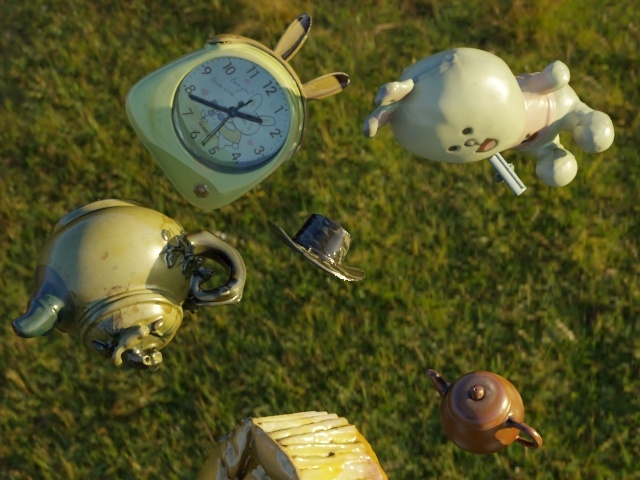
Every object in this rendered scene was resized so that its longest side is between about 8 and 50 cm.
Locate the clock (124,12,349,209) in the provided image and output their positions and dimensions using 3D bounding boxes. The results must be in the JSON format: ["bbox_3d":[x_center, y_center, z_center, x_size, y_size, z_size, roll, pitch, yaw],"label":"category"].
[{"bbox_3d":[-0.086,-0.150,1.342,0.232,0.170,0.069,-29,15,17],"label":"clock"}]

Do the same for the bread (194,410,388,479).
[{"bbox_3d":[-0.040,0.307,1.198,0.156,0.288,0.204,6,24,-40],"label":"bread"}]

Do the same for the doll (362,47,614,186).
[{"bbox_3d":[0.168,-0.136,1.271,0.275,0.155,0.113,9,52,-22],"label":"doll"}]

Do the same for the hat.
[{"bbox_3d":[0.000,0.000,1.270,0.121,0.121,0.050,30,90,28],"label":"hat"}]

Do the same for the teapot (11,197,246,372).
[{"bbox_3d":[-0.202,0.059,1.310,0.269,0.173,0.182,-5,56,-25],"label":"teapot"}]

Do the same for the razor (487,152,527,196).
[{"bbox_3d":[0.315,-0.115,2.065,0.036,0.211,0.084,-37,88,10],"label":"razor"}]

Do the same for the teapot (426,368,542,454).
[{"bbox_3d":[0.212,0.219,1.567,0.173,0.116,0.116,29,62,27],"label":"teapot"}]
